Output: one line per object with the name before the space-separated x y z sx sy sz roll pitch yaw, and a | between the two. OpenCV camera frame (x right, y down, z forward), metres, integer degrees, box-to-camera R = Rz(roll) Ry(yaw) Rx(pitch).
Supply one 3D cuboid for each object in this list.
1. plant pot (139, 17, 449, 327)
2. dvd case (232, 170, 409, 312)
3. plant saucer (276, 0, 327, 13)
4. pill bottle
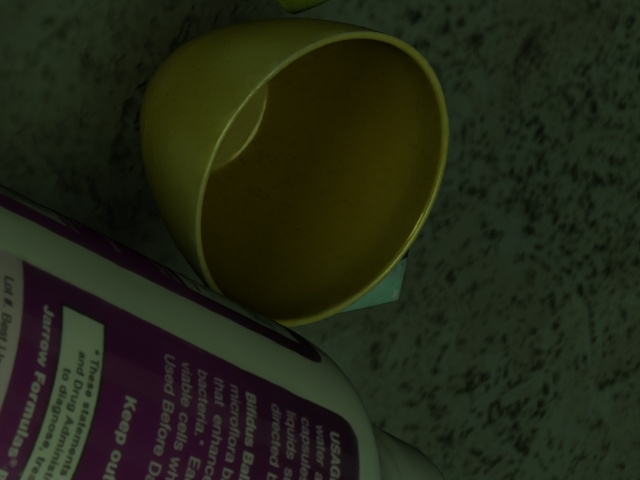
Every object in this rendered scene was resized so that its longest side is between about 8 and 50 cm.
plant pot | -0.025 -0.043 0.752 0.134 0.095 0.134 -22 128 -31
dvd case | 0.000 0.000 0.863 0.119 0.013 0.087 -9 120 -38
plant saucer | 0.024 -0.201 0.673 0.188 0.045 0.188 -49 141 -8
pill bottle | -0.084 0.091 0.656 0.301 0.169 0.169 30 93 -40
